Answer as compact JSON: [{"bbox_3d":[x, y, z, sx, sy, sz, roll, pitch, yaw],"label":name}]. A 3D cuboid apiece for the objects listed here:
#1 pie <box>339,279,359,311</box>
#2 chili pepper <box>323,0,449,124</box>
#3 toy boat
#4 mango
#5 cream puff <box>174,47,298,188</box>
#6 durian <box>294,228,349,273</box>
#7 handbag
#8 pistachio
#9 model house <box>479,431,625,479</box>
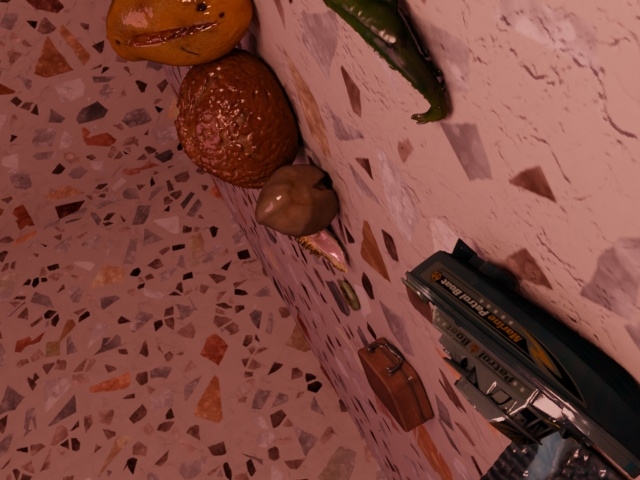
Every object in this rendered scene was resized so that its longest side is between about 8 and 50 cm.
[{"bbox_3d":[0.067,0.130,1.540,0.085,0.017,0.085,60,169,19],"label":"pie"},{"bbox_3d":[0.021,-0.272,0.677,0.359,0.076,0.085,61,144,12],"label":"chili pepper"},{"bbox_3d":[0.193,0.121,0.647,0.114,0.122,0.296,39,-175,-41],"label":"toy boat"},{"bbox_3d":[-0.260,-0.386,1.170,0.177,0.294,0.120,60,-155,-47],"label":"mango"},{"bbox_3d":[-0.176,-0.232,1.312,0.303,0.212,0.303,57,163,28],"label":"cream puff"},{"bbox_3d":[-0.011,0.001,1.435,0.224,0.078,0.140,56,168,38],"label":"durian"},{"bbox_3d":[0.153,0.296,1.401,0.151,0.072,0.193,68,170,-25],"label":"handbag"},{"bbox_3d":[-0.042,-0.075,1.260,0.238,0.153,0.138,-21,-86,-71],"label":"pistachio"},{"bbox_3d":[0.261,0.335,0.688,0.261,0.225,0.241,43,128,56],"label":"model house"}]
